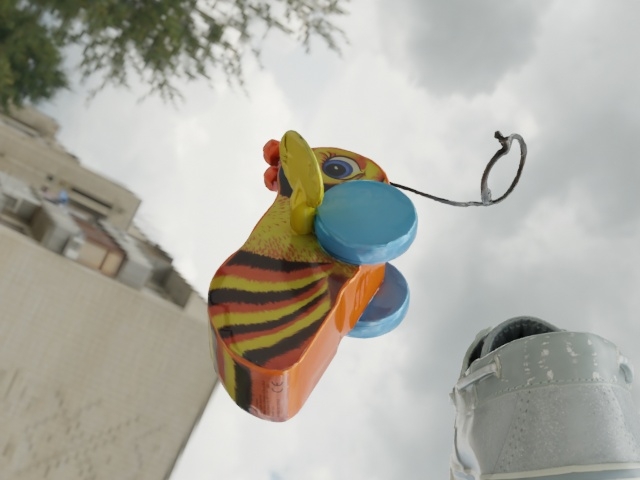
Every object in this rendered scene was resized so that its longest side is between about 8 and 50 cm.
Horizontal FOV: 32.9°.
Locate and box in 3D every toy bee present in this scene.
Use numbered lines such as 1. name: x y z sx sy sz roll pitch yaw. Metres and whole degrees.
1. toy bee: 0.000 0.000 0.789 0.162 0.298 0.195 27 -62 26

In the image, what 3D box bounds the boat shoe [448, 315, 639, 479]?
1. boat shoe: 0.091 0.070 0.437 0.227 0.079 0.081 58 29 -80
